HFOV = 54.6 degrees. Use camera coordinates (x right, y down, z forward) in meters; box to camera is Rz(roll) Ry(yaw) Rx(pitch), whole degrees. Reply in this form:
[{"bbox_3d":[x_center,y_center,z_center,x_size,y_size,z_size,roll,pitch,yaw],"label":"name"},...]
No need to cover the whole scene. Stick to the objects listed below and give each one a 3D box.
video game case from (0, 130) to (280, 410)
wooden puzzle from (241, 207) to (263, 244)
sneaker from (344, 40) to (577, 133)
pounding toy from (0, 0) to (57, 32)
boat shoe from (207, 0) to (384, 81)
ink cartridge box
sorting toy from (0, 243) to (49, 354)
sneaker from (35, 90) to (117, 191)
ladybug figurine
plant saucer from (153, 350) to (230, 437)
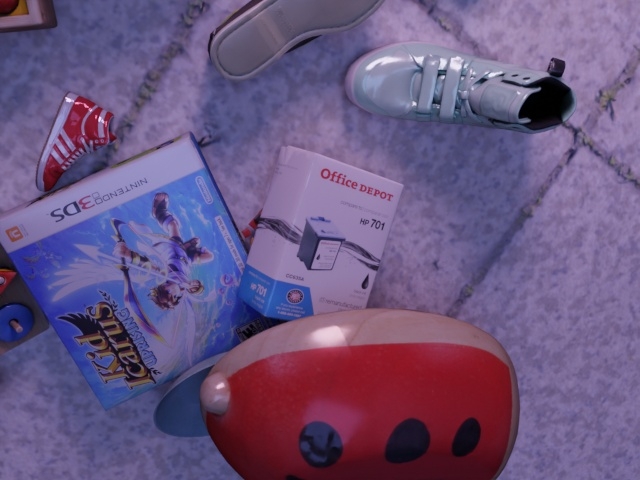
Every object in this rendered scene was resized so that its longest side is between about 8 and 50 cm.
[{"bbox_3d":[-0.211,0.041,0.754,0.244,0.061,0.270,-24,109,-2],"label":"video game case"},{"bbox_3d":[-0.058,-0.022,0.787,0.049,0.006,0.083,42,89,-24],"label":"wooden puzzle"},{"bbox_3d":[0.163,-0.177,0.711,0.255,0.151,0.094,1,108,-10],"label":"sneaker"},{"bbox_3d":[-0.354,-0.254,0.616,0.141,0.100,0.130,-9,107,-8],"label":"pounding toy"},{"bbox_3d":[-0.025,-0.259,0.694,0.227,0.069,0.081,-29,121,-1],"label":"boat shoe"},{"bbox_3d":[0.000,0.000,0.738,0.139,0.082,0.191,14,96,-33],"label":"ink cartridge box"},{"bbox_3d":[-0.393,0.075,0.697,0.132,0.046,0.275,-32,121,-32],"label":"sorting toy"},{"bbox_3d":[-0.276,-0.102,0.708,0.067,0.042,0.118,22,99,-13],"label":"sneaker"},{"bbox_3d":[0.067,0.222,0.746,0.449,0.162,0.305,12,128,-29],"label":"ladybug figurine"},{"bbox_3d":[-0.120,0.187,0.794,0.194,0.037,0.195,-18,143,-14],"label":"plant saucer"}]
